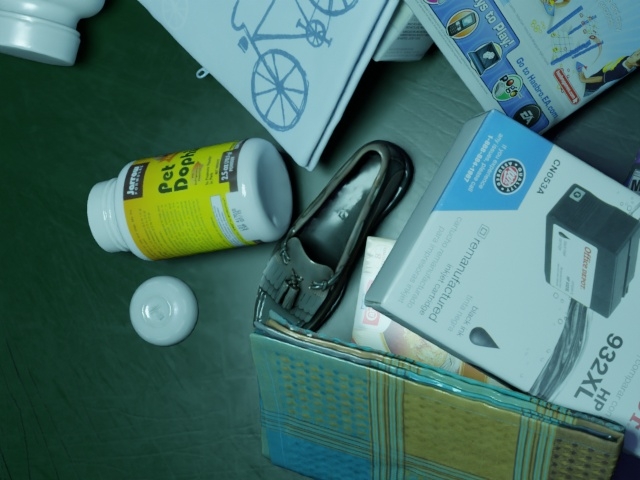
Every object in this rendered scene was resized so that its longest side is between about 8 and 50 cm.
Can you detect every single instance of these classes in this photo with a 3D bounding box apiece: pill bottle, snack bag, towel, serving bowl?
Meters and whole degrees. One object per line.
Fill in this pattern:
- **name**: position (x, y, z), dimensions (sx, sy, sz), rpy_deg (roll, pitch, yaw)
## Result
- **pill bottle**: position (-0.312, -0.347, 1.525), dimensions (0.152, 0.152, 0.272), rpy_deg (11, 89, 15)
- **snack bag**: position (-0.061, -0.297, 1.430), dimensions (0.342, 0.037, 0.323), rpy_deg (45, 129, 24)
- **towel**: position (0.110, 0.208, 1.350), dimensions (0.370, 0.271, 0.040), rpy_deg (16, 53, 13)
- **pill bottle**: position (-0.148, -0.042, 1.474), dimensions (0.215, 0.117, 0.117), rpy_deg (-9, 84, 22)
- **serving bowl**: position (-0.185, 0.082, 1.530), dimensions (0.083, 0.027, 0.083), rpy_deg (-1, 87, 14)

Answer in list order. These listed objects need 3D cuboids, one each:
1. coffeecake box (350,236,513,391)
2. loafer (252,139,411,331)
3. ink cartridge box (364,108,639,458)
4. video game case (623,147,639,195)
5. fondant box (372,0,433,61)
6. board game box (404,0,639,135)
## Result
- **coffeecake box**: position (0.135, 0.079, 1.426), dimensions (0.185, 0.068, 0.142), rpy_deg (8, 89, 15)
- **loafer**: position (0.000, 0.000, 1.457), dimensions (0.096, 0.084, 0.267), rpy_deg (34, 95, 14)
- **ink cartridge box**: position (0.234, 0.044, 1.309), dimensions (0.307, 0.129, 0.223), rpy_deg (30, 86, -5)
- **video game case**: position (0.433, -0.091, 1.318), dimensions (0.232, 0.042, 0.210), rpy_deg (27, 95, 45)
- **fondant box**: position (0.097, -0.387, 1.376), dimensions (0.238, 0.096, 0.330), rpy_deg (49, 121, 21)
- **board game box**: position (0.242, -0.276, 1.301), dimensions (0.302, 0.308, 0.086), rpy_deg (-35, 49, 9)
